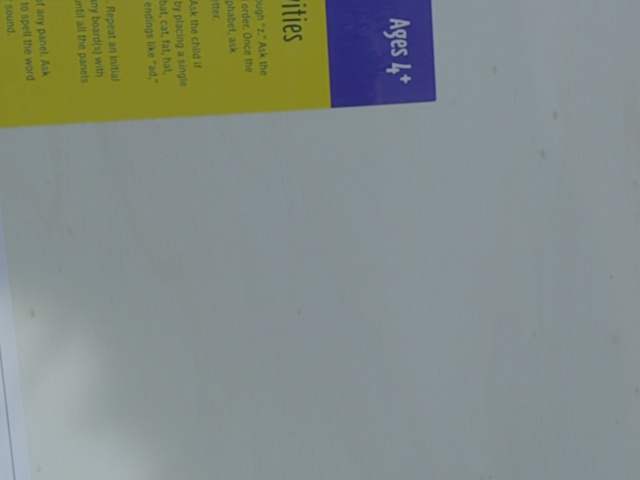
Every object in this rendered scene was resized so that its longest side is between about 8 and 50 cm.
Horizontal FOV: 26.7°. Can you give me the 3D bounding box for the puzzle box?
[{"bbox_3d":[0.000,0.000,0.380,0.272,0.409,0.052,-4,-174,-11],"label":"puzzle box"}]
